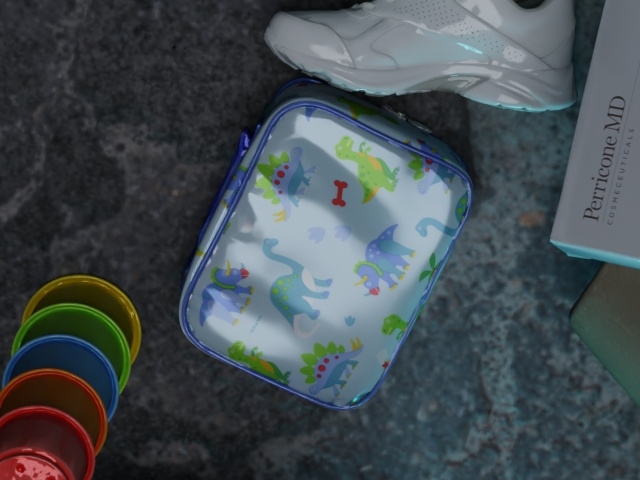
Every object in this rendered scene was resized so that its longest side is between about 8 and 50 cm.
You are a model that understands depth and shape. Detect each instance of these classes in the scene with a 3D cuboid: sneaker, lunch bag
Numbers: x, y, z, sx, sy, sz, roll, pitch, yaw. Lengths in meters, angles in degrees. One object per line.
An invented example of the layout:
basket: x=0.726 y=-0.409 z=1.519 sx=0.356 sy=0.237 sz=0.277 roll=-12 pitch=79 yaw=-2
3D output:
sneaker: x=0.076 y=-0.160 z=1.424 sx=0.232 sy=0.090 sz=0.115 roll=5 pitch=101 yaw=-10
lunch bag: x=0.000 y=0.000 z=1.463 sx=0.176 sy=0.090 sz=0.219 roll=24 pitch=106 yaw=-8

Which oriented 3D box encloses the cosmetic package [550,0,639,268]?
cosmetic package: x=0.331 y=-0.145 z=1.276 sx=0.284 sy=0.097 sz=0.377 roll=12 pitch=87 yaw=18

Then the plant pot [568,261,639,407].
plant pot: x=0.309 y=0.065 z=1.417 sx=0.229 sy=0.263 sz=0.263 roll=35 pitch=105 yaw=8

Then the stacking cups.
stacking cups: x=-0.187 y=0.122 z=1.385 sx=0.096 sy=0.316 sz=0.096 roll=0 pitch=109 yaw=1
